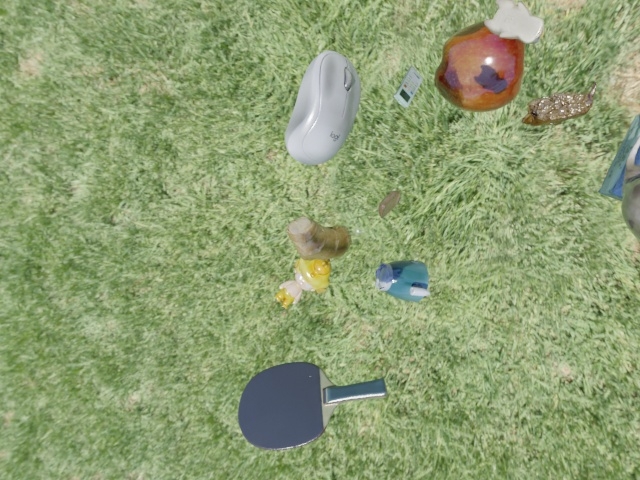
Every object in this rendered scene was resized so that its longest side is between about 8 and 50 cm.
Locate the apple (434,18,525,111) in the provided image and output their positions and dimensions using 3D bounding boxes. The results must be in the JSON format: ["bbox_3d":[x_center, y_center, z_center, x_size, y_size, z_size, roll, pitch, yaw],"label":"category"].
[{"bbox_3d":[0.397,-0.435,1.119,0.229,0.230,0.230,4,102,21],"label":"apple"}]

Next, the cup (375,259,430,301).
[{"bbox_3d":[0.316,0.153,1.777,0.173,0.299,0.168,10,101,-18],"label":"cup"}]

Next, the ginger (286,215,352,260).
[{"bbox_3d":[0.000,-0.002,0.988,0.068,0.190,0.096,-1,87,47],"label":"ginger"}]

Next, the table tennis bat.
[{"bbox_3d":[-0.018,0.282,0.787,0.274,0.154,0.021,-13,139,9],"label":"table tennis bat"}]

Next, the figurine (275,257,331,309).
[{"bbox_3d":[-0.054,0.143,1.598,0.246,0.131,0.156,-38,96,10],"label":"figurine"}]

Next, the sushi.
[{"bbox_3d":[0.404,-0.225,0.757,0.120,0.055,0.052,-7,77,21],"label":"sushi"}]

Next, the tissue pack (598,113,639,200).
[{"bbox_3d":[0.930,-0.170,1.140,0.315,0.103,0.228,23,101,6],"label":"tissue pack"}]

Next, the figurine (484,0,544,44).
[{"bbox_3d":[0.266,-0.288,0.594,0.083,0.050,0.047,49,130,27],"label":"figurine"}]

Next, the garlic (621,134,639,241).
[{"bbox_3d":[0.553,-0.090,0.659,0.231,0.340,0.246,-10,122,-7],"label":"garlic"}]

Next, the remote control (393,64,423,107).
[{"bbox_3d":[0.297,-0.517,1.500,0.065,0.166,0.029,40,152,-21],"label":"remote control"}]

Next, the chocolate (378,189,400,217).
[{"bbox_3d":[0.199,-0.109,1.321,0.031,0.100,0.065,30,145,25],"label":"chocolate"}]

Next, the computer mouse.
[{"bbox_3d":[0.017,-0.336,1.168,0.121,0.184,0.297,37,103,43],"label":"computer mouse"}]
